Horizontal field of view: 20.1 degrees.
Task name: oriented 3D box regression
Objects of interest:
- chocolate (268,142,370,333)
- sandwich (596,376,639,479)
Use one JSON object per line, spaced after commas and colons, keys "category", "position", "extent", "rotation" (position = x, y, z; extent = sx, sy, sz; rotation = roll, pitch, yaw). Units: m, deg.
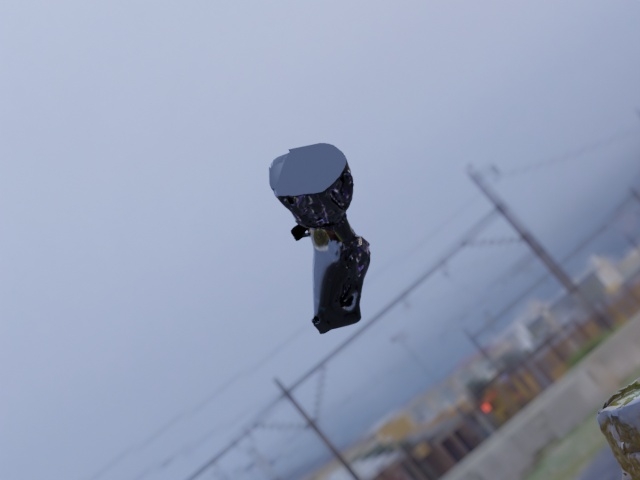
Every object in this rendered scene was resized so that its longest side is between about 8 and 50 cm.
{"category": "chocolate", "position": [0.002, -0.002, 1.359], "extent": [0.072, 0.070, 0.147], "rotation": [-37, -40, -27]}
{"category": "sandwich", "position": [0.336, 0.054, 0.915], "extent": [0.301, 0.099, 0.271], "rotation": [-24, 8, -33]}
